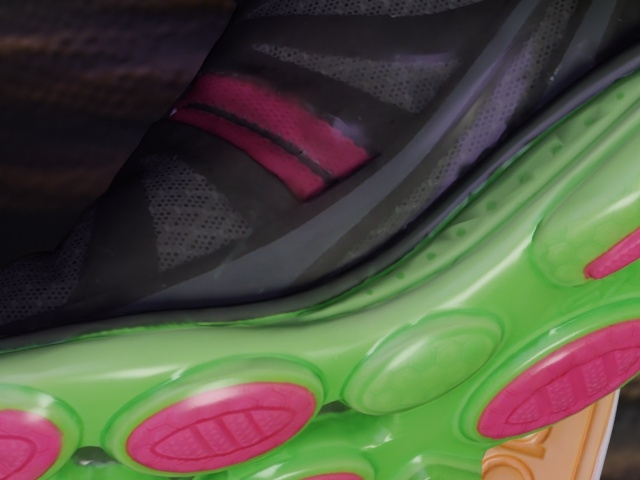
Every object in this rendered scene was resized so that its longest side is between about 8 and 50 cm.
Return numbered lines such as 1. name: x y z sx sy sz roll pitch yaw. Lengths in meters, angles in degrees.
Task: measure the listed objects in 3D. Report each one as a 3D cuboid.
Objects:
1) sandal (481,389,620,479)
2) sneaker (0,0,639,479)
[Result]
1. sandal: 0.069 0.129 0.521 0.102 0.076 0.265 12 82 5
2. sneaker: 0.000 0.000 0.504 0.482 0.185 0.202 -24 44 -7
